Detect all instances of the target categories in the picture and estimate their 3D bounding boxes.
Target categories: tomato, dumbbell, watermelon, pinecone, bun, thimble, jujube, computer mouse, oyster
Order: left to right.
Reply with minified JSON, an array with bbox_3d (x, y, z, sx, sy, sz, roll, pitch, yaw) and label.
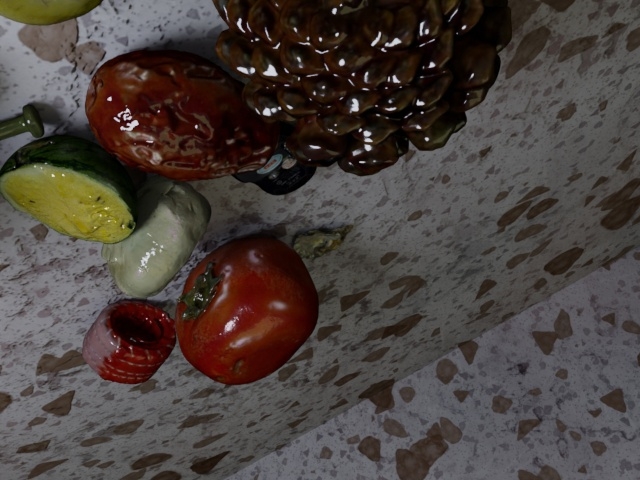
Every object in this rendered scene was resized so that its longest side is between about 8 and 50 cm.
[{"bbox_3d":[-0.470,-0.161,1.035,0.118,0.046,0.052,-21,145,-12],"label":"dumbbell"},{"bbox_3d":[-0.389,-0.095,1.109,0.204,0.127,0.232,-10,142,30],"label":"watermelon"},{"bbox_3d":[-0.423,0.226,1.563,0.189,0.163,0.125,4,136,-44],"label":"thimble"},{"bbox_3d":[-0.301,-0.015,1.249,0.141,0.239,0.239,32,119,-27],"label":"bun"},{"bbox_3d":[-0.203,-0.186,1.060,0.290,0.197,0.197,7,136,-36],"label":"jujube"},{"bbox_3d":[-0.163,0.154,1.557,0.289,0.293,0.325,22,115,-40],"label":"tomato"},{"bbox_3d":[-0.098,-0.165,1.292,0.137,0.096,0.233,-29,155,12],"label":"computer mouse"},{"bbox_3d":[0.000,0.000,1.681,0.146,0.045,0.121,-31,155,21],"label":"oyster"},{"bbox_3d":[0.057,-0.283,0.971,0.397,0.398,0.398,-21,150,-13],"label":"pinecone"}]

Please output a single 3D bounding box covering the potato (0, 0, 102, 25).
[{"bbox_3d":[-0.332,-0.329,0.791,0.200,0.137,0.154,9,133,-45],"label":"potato"}]
